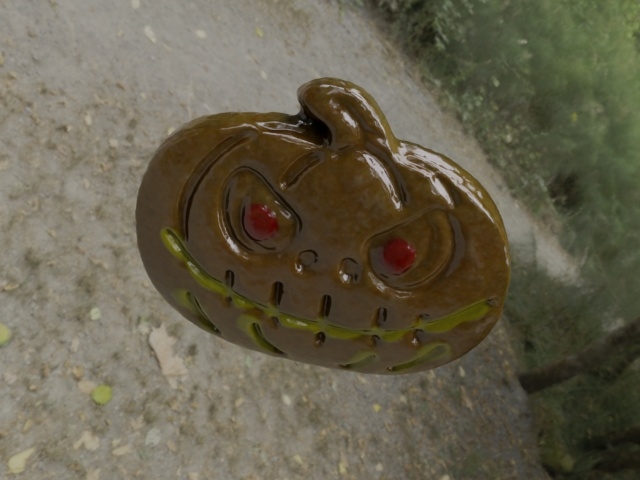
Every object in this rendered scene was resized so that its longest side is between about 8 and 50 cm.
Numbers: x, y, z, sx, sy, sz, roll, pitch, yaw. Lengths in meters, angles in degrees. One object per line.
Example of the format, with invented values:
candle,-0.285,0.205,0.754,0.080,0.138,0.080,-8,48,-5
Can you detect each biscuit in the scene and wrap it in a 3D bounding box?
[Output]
biscuit,-0.001,0.005,0.678,0.395,0.350,0.070,8,37,6
